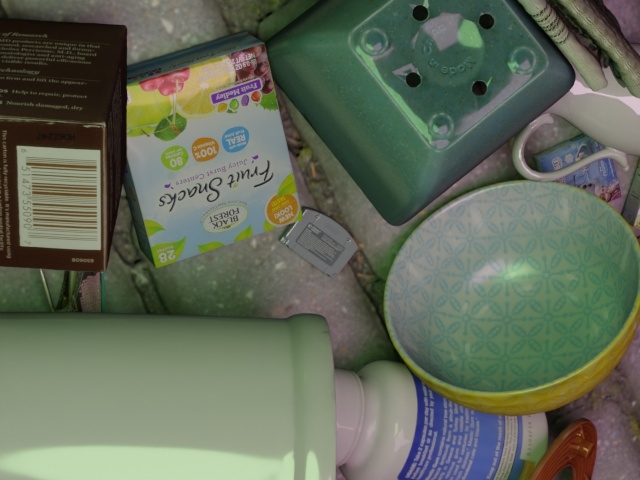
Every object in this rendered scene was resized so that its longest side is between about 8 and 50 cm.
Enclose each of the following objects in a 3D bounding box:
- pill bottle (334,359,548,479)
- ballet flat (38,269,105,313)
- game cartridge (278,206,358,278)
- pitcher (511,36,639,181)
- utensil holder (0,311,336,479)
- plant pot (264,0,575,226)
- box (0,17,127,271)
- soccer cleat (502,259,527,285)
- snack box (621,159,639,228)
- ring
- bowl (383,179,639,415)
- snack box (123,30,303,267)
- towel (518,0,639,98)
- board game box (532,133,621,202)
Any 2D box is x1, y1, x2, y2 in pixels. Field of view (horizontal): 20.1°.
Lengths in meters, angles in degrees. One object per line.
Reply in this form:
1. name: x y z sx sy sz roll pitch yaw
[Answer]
1. pill bottle: 0.110 0.220 2.067 0.272 0.152 0.152 14 103 -24
2. ballet flat: -0.258 0.009 1.901 0.079 0.077 0.222 0 112 -17
3. game cartridge: 0.000 0.000 2.025 0.083 0.017 0.056 37 96 -27
4. pitcher: 0.321 -0.140 2.036 0.207 0.125 0.178 11 95 -16
5. utensil holder: -0.192 0.232 1.824 0.385 0.327 0.328 2 108 -6
6. plant pot: 0.111 -0.179 1.830 0.248 0.252 0.247 -39 95 -4
7. box: -0.276 -0.094 1.728 0.167 0.203 0.168 3 123 -2
8. soccer cleat: 0.236 0.060 2.130 0.035 0.029 0.083 -17 110 -5
9. snack box: 0.439 -0.055 2.160 0.141 0.037 0.100 10 106 -23
10. ring: 0.256 0.368 2.120 0.336 0.032 0.337 -47 151 -37
11. bowl: 0.229 0.091 2.023 0.289 0.289 0.156 -34 139 -7
12. snack box: -0.126 -0.096 1.913 0.174 0.070 0.207 -19 116 -14
13. towel: 0.198 -0.299 1.842 0.056 0.312 0.324 -41 118 16
14. board game box: 0.300 -0.075 2.110 0.090 0.020 0.090 -24 115 -11
